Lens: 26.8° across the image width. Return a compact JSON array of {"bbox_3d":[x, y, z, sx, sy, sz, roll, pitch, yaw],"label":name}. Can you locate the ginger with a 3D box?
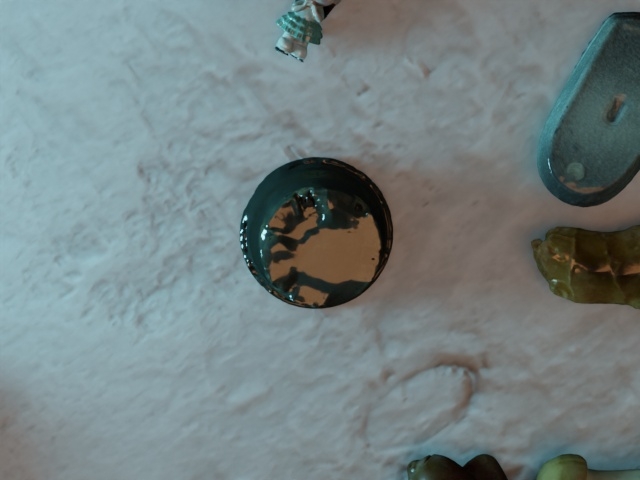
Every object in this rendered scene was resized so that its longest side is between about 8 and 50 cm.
[{"bbox_3d":[0.306,0.021,1.364,0.190,0.069,0.095,-1,104,-4],"label":"ginger"}]

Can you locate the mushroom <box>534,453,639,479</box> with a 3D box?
[{"bbox_3d":[0.386,0.300,1.363,0.350,0.128,0.128,15,98,8],"label":"mushroom"}]

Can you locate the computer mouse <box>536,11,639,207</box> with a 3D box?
[{"bbox_3d":[0.295,-0.134,1.342,0.113,0.068,0.229,33,86,5],"label":"computer mouse"}]

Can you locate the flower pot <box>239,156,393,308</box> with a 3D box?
[{"bbox_3d":[0.000,0.000,1.327,0.158,0.107,0.157,-1,98,-5],"label":"flower pot"}]

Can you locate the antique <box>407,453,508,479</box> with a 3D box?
[{"bbox_3d":[0.163,0.337,1.387,0.143,0.121,0.256,-24,107,10],"label":"antique"}]

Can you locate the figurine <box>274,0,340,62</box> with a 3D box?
[{"bbox_3d":[-0.006,-0.227,1.319,0.060,0.047,0.106,26,99,2],"label":"figurine"}]
